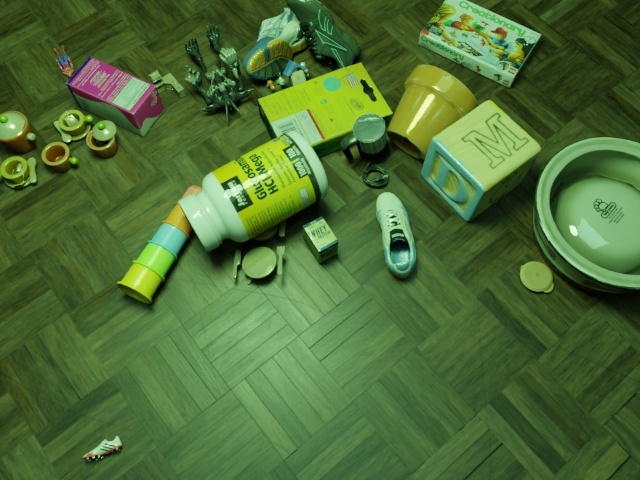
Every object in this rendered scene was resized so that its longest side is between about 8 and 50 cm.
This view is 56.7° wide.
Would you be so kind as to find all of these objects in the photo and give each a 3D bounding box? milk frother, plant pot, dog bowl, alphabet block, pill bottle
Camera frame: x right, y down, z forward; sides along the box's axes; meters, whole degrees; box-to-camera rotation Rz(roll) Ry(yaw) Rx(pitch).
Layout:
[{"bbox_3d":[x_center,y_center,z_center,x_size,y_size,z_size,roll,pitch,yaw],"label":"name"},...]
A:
[{"bbox_3d":[0.137,-0.232,1.553,0.129,0.134,0.143,-41,70,-2],"label":"milk frother"},{"bbox_3d":[0.281,-0.327,1.577,0.205,0.205,0.187,35,86,14],"label":"plant pot"},{"bbox_3d":[0.715,-0.047,1.470,0.409,0.150,0.407,0,67,0],"label":"dog bowl"},{"bbox_3d":[0.402,-0.201,1.515,0.197,0.192,0.193,-36,73,-13],"label":"alphabet block"},{"bbox_3d":[-0.163,-0.113,1.439,0.334,0.188,0.187,-31,70,-11],"label":"pill bottle"}]

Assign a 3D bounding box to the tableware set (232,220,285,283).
[{"bbox_3d":[-0.147,0.014,1.500,0.129,0.039,0.194,-4,60,11],"label":"tableware set"}]

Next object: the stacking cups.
[{"bbox_3d":[-0.385,0.001,1.483,0.096,0.096,0.316,21,64,9],"label":"stacking cups"}]

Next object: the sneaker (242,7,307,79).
[{"bbox_3d":[-0.140,-0.574,1.729,0.131,0.111,0.296,30,58,22],"label":"sneaker"}]

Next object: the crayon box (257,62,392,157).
[{"bbox_3d":[0.013,-0.347,1.635,0.319,0.081,0.202,-22,68,-9],"label":"crayon box"}]

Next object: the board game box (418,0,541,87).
[{"bbox_3d":[0.471,-0.597,1.762,0.305,0.053,0.193,30,69,12],"label":"board game box"}]

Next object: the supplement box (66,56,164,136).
[{"bbox_3d":[-0.562,-0.396,1.637,0.220,0.111,0.113,27,68,10],"label":"supplement box"}]

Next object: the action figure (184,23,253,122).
[{"bbox_3d":[-0.296,-0.466,1.654,0.164,0.141,0.275,-26,68,2],"label":"action figure"}]

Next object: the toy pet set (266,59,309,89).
[{"bbox_3d":[-0.091,-0.474,1.669,0.122,0.065,0.114,-24,30,-11],"label":"toy pet set"}]

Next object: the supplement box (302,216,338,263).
[{"bbox_3d":[0.000,0.000,1.480,0.056,0.083,0.083,-29,69,-12],"label":"supplement box"}]

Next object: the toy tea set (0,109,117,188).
[{"bbox_3d":[-0.716,-0.278,1.577,0.336,0.124,0.199,-18,67,-8],"label":"toy tea set"}]

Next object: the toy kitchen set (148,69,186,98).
[{"bbox_3d":[-0.442,-0.433,1.677,0.083,0.068,0.075,-36,71,-14],"label":"toy kitchen set"}]

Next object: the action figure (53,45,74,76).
[{"bbox_3d":[-0.751,-0.522,1.739,0.038,0.030,0.115,-23,70,-15],"label":"action figure"}]

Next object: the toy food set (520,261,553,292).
[{"bbox_3d":[0.538,0.090,1.478,0.084,0.020,0.082,2,66,1],"label":"toy food set"}]

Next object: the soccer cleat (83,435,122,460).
[{"bbox_3d":[-0.481,0.459,1.308,0.083,0.029,0.035,-17,59,-11],"label":"soccer cleat"}]

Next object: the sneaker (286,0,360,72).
[{"bbox_3d":[0.000,-0.583,1.678,0.267,0.101,0.106,37,85,-26],"label":"sneaker"}]

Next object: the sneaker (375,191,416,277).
[{"bbox_3d":[0.192,-0.023,1.492,0.085,0.086,0.237,-9,65,-2],"label":"sneaker"}]
